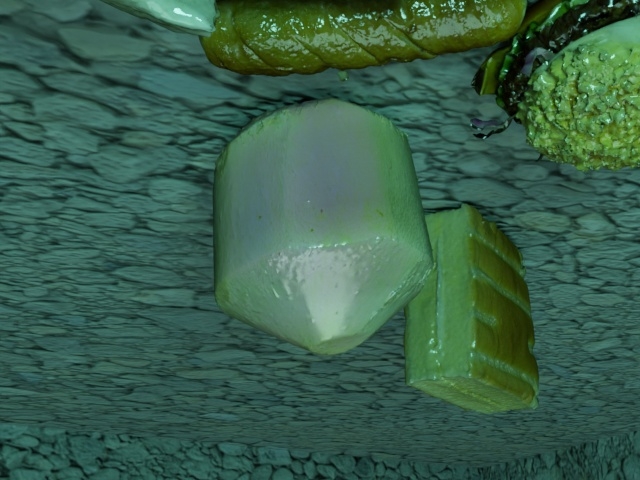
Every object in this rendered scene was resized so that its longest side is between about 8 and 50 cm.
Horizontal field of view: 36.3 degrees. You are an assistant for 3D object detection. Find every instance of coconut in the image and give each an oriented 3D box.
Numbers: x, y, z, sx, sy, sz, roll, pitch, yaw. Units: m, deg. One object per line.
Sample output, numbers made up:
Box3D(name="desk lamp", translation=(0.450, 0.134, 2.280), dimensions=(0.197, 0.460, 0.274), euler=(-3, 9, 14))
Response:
Box3D(name="coconut", translation=(0.000, 0.000, 1.034), dimensions=(0.233, 0.245, 0.233), euler=(-5, 160, -2))

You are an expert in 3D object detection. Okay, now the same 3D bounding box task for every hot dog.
Box3D(name="hot dog", translation=(0.035, -0.187, 0.845), dimensions=(0.285, 0.061, 0.088), euler=(-9, 145, 9))

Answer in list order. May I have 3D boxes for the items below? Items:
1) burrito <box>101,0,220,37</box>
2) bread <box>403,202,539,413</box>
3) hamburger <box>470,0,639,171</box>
Box3D(name="burrito", translation=(-0.226, -0.234, 0.557), dimensions=(0.392, 0.117, 0.076), euler=(28, 104, -19))
Box3D(name="bread", translation=(0.210, 0.099, 1.317), dimensions=(0.111, 0.239, 0.246), euler=(-10, 155, 30))
Box3D(name="hamburger", translation=(0.272, -0.141, 0.880), dimensions=(0.243, 0.139, 0.261), euler=(9, 153, -29))
